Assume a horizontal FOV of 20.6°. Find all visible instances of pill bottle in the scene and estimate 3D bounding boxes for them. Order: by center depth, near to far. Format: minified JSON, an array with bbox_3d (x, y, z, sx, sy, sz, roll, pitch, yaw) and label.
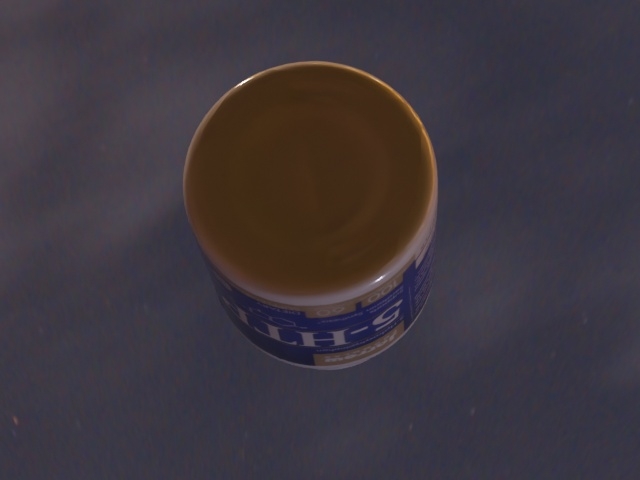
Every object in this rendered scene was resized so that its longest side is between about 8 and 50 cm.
[{"bbox_3d":[0.000,0.000,0.841,0.112,0.187,0.112,-1,-108,3],"label":"pill bottle"}]
